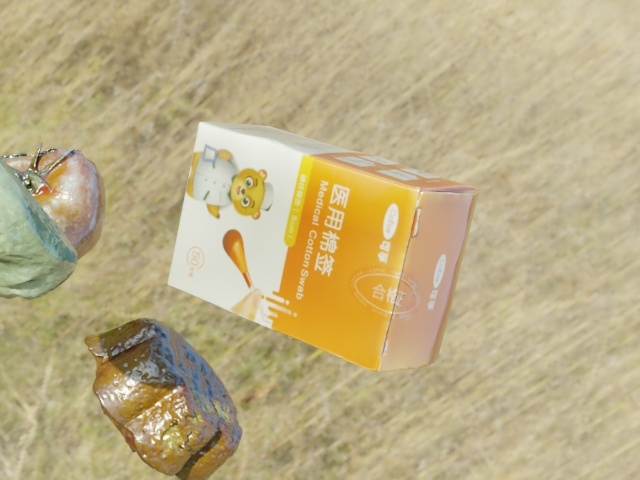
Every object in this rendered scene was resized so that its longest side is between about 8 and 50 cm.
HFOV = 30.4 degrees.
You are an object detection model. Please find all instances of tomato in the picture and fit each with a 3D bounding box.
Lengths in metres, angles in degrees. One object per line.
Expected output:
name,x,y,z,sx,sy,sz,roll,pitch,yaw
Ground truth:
tomato,-0.429,-0.031,1.790,0.181,0.214,0.155,82,-8,-47

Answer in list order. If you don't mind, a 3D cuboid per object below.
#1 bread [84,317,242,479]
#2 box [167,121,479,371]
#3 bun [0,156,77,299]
bread,-0.213,0.229,1.622,0.247,0.135,0.232,51,9,-35
box,0.000,0.000,1.428,0.341,0.225,0.143,20,13,32
bun,-0.340,-0.029,1.154,0.221,0.108,0.221,47,-11,12
